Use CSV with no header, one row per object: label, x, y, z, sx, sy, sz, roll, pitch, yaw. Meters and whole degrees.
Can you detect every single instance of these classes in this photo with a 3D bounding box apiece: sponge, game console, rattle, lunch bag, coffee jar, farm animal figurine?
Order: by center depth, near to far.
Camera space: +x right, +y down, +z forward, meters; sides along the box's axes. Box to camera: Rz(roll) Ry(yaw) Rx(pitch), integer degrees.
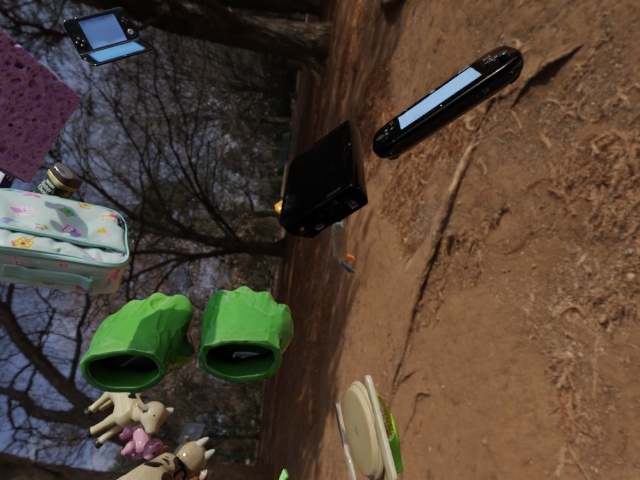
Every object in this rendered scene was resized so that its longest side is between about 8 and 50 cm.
sponge,-0.338,-0.157,0.375,0.117,0.031,0.210,-67,-27,-16
game console,0.091,-0.147,0.568,0.044,0.361,0.213,46,-154,-28
farm animal figurine,-0.299,0.410,0.747,0.330,0.172,0.327,56,173,-5
game console,-0.402,-0.390,0.777,0.071,0.122,0.107,3,121,58
lunch bag,-0.532,0.004,0.829,0.108,0.279,0.224,-62,39,21
rattle,0.000,0.000,0.831,0.200,0.142,0.130,85,167,-64
coffee jar,-0.839,-0.150,1.282,0.184,0.096,0.079,-48,-13,5

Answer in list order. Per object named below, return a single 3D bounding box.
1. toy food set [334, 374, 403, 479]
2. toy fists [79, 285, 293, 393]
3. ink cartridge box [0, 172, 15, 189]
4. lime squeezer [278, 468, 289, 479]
toy food set,0.067,0.255,0.544,0.192,0.038,0.133,112,150,-58
toy fists,-0.177,0.135,0.580,0.142,0.278,0.096,-96,1,-62
ink cartridge box,-0.915,-0.105,1.119,0.045,0.223,0.224,36,-111,-48
lime squeezer,-0.171,0.657,0.900,0.110,0.310,0.059,50,-177,16
